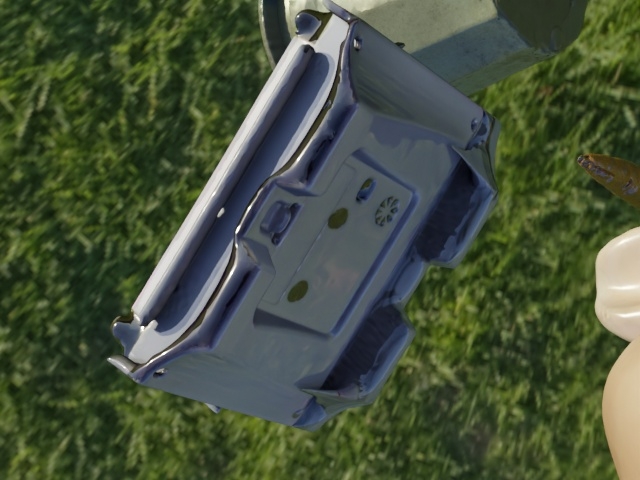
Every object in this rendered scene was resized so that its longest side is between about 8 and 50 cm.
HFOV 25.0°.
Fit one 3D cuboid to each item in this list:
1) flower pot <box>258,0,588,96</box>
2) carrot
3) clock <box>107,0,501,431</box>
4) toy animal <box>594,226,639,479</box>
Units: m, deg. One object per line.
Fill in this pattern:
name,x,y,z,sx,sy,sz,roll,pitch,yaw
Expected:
flower pot,0.095,-0.192,1.144,0.202,0.212,0.212,-15,111,41
carrot,0.267,-0.040,1.153,0.048,0.216,0.048,-12,72,42
clock,0.000,0.000,0.862,0.083,0.186,0.253,35,96,37
toy animal,0.161,0.118,0.501,0.195,0.213,0.256,27,79,5
